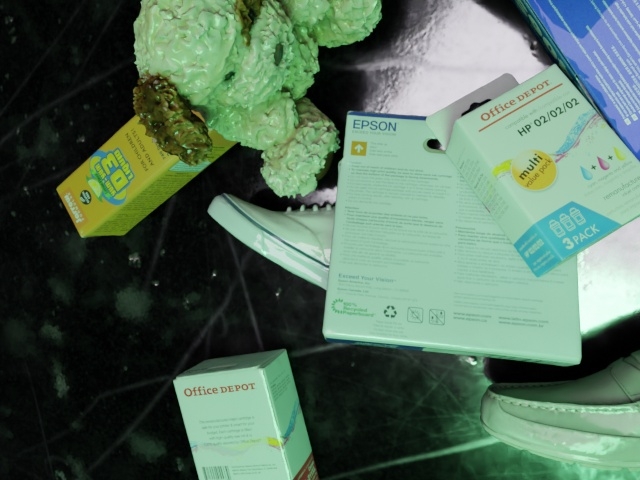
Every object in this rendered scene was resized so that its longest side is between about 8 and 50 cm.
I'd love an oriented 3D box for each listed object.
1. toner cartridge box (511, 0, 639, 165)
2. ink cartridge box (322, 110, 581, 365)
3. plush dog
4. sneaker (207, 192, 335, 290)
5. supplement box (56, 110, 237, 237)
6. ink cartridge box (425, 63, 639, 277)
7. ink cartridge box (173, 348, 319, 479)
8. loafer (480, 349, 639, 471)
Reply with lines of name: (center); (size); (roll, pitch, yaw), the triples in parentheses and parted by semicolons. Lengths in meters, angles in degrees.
toner cartridge box: (0.320, -0.126, 0.438); (0.165, 0.075, 0.348); (-33, 85, 23)
ink cartridge box: (0.122, -0.007, 0.498); (0.223, 0.045, 0.224); (6, 73, 5)
plush dog: (-0.078, -0.186, 0.492); (0.210, 0.225, 0.263); (23, 103, 16)
sneaker: (0.000, 0.000, 0.580); (0.258, 0.094, 0.091); (28, 86, 12)
supplement box: (-0.207, -0.093, 0.639); (0.233, 0.080, 0.078); (-34, 83, 24)
ink cartridge box: (0.184, -0.075, 0.459); (0.104, 0.062, 0.181); (-30, 73, -5)
ink cartridge box: (-0.088, 0.230, 0.643); (0.127, 0.072, 0.175); (-12, 93, 22)
loafer: (0.305, 0.136, 0.470); (0.319, 0.112, 0.112); (-4, 92, 13)
